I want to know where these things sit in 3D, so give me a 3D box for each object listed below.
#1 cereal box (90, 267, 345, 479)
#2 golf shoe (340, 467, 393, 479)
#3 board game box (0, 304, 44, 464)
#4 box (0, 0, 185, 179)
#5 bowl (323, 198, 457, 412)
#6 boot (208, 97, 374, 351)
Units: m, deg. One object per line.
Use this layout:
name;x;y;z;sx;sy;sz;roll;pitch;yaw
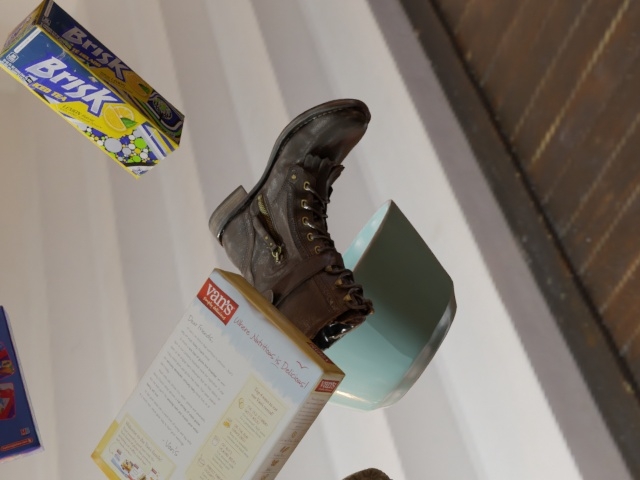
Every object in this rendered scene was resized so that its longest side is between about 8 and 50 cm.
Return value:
cereal box;-0.104;0.171;1.067;0.173;0.047;0.240;41;101;34
golf shoe;-0.002;0.285;1.074;0.176;0.069;0.086;-46;10;-6
board game box;-0.629;0.263;1.702;0.078;0.347;0.233;117;136;-72
box;-0.203;-0.135;0.994;0.059;0.169;0.054;-34;32;25
bowl;0.074;0.114;1.530;0.311;0.163;0.311;-56;2;3
boot;0.000;0.000;1.202;0.263;0.091;0.229;-46;51;20
